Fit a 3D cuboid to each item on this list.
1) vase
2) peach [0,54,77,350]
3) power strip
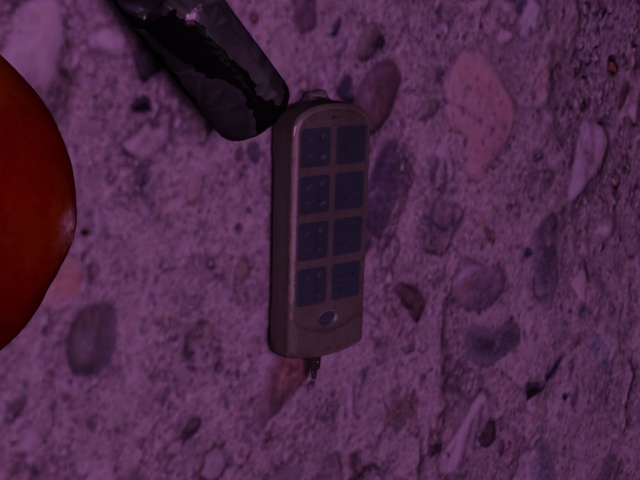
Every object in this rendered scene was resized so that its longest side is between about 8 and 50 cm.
[{"bbox_3d":[-0.096,-0.151,0.699,0.060,0.060,0.211,-55,131,-18],"label":"vase"},{"bbox_3d":[-0.232,-0.026,0.513,0.226,0.189,0.196,15,99,-51],"label":"peach"},{"bbox_3d":[0.000,0.000,0.848,0.080,0.029,0.227,-11,108,-41],"label":"power strip"}]
